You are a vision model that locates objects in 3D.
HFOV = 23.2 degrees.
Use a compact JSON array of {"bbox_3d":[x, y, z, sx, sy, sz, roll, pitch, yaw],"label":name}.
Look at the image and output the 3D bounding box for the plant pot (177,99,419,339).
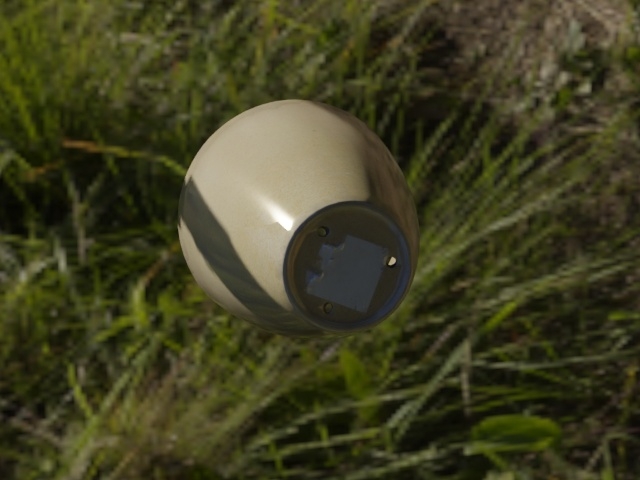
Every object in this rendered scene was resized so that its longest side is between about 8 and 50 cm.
[{"bbox_3d":[0.000,0.000,1.583,0.274,0.256,0.256,-138,52,-73],"label":"plant pot"}]
